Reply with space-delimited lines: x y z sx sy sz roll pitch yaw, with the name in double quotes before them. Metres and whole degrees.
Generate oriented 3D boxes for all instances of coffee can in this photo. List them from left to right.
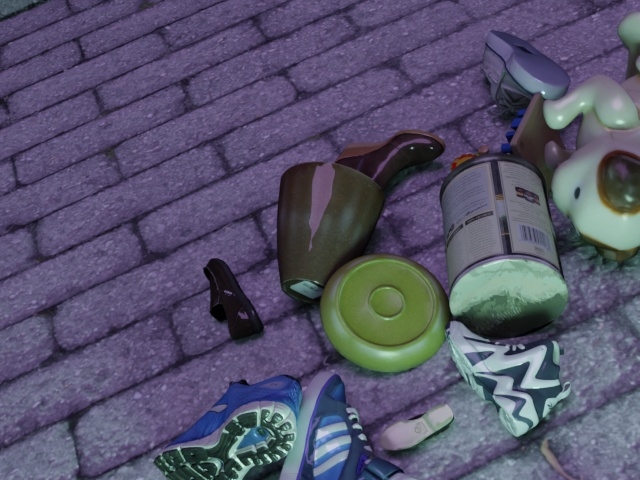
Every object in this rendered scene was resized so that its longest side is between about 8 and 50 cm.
"coffee can" 0.322 0.007 1.675 0.201 0.201 0.275 -9 43 12

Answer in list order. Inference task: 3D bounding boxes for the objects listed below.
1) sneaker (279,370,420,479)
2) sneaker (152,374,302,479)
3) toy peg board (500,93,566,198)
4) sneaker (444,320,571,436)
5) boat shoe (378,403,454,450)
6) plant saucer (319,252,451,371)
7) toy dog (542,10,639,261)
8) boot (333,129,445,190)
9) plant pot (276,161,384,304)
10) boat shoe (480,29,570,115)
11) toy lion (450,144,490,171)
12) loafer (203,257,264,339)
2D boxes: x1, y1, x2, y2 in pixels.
"sneaker" 0.071 0.358 1.477 0.236 0.130 0.323 6 43 13
"sneaker" -0.142 0.321 1.538 0.330 0.130 0.147 -33 15 32
"toy peg board" 0.413 -0.180 1.879 0.079 0.160 0.161 -4 42 40
"sneaker" 0.322 0.198 1.556 0.153 0.094 0.235 -28 43 -10
"boat shoe" 0.159 0.314 1.539 0.133 0.042 0.049 -25 62 -5
"plant saucer" 0.119 0.120 1.691 0.241 0.037 0.241 1 60 -1
"toy dog" 0.590 -0.150 1.725 0.395 0.284 0.408 33 63 19
"boot" 0.135 -0.133 1.988 0.248 0.090 0.207 -4 47 26
"plant pot" 0.000 0.000 1.826 0.215 0.215 0.230 1 59 22
"boat shoe" 0.424 -0.338 2.044 0.136 0.156 0.367 10 26 -17
"toy lion" 0.326 -0.153 1.971 0.096 0.034 0.100 -28 42 2
"loafer" -0.191 0.115 1.850 0.078 0.080 0.220 -29 43 -10
